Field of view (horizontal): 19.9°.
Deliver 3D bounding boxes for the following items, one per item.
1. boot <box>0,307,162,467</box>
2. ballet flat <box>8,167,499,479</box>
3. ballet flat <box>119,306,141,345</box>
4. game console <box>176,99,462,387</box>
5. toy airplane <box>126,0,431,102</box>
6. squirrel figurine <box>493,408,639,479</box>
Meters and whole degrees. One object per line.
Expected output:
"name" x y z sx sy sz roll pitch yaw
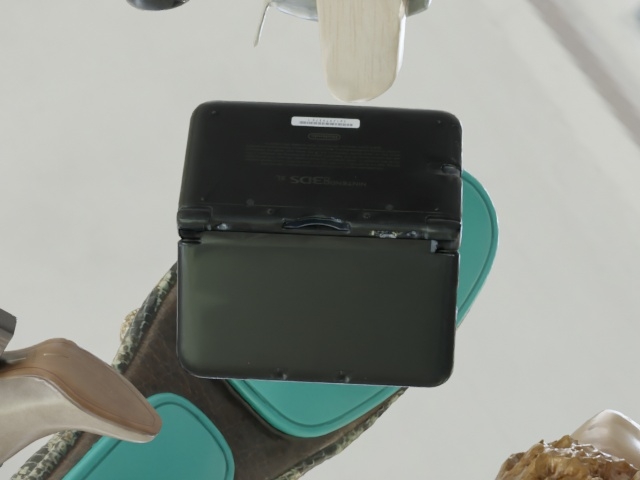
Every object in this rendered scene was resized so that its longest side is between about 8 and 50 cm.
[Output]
"boot" -0.145 0.083 0.854 0.118 0.087 0.042 35 -157 -7
"ballet flat" -0.084 0.110 1.135 0.164 0.182 0.483 51 -123 -11
"ballet flat" -0.104 0.149 1.547 0.073 0.067 0.206 -31 -79 -19
"game console" 0.000 0.000 0.809 0.122 0.071 0.107 3 -129 2
"toy airplane" 0.008 -0.327 1.438 0.384 0.386 0.272 30 -153 -29
"squirrel figurine" 0.298 0.308 1.396 0.370 0.281 0.397 32 168 26
